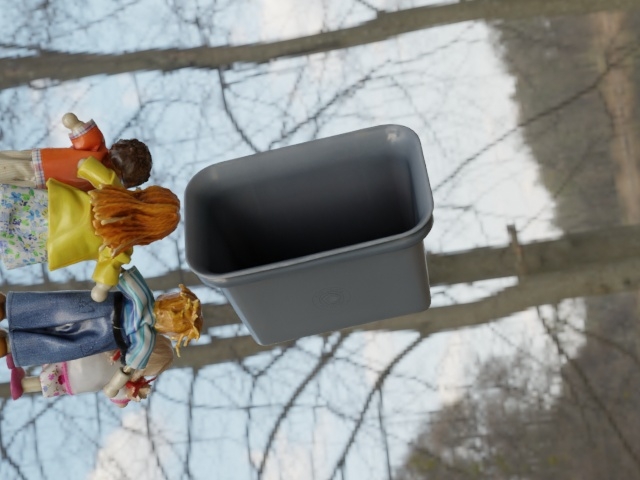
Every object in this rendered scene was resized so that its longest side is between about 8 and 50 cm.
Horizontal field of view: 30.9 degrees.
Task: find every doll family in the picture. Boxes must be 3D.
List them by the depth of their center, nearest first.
[{"bbox_3d":[-0.178,0.035,0.915,0.118,0.163,0.262,-114,19,-70],"label":"doll family"}]

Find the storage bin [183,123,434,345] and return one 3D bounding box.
[{"bbox_3d":[0.000,0.000,0.659,0.091,0.135,0.098,71,-171,-49],"label":"storage bin"}]
